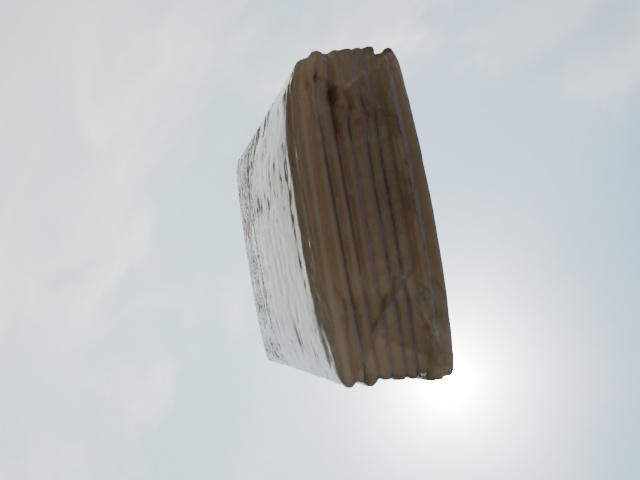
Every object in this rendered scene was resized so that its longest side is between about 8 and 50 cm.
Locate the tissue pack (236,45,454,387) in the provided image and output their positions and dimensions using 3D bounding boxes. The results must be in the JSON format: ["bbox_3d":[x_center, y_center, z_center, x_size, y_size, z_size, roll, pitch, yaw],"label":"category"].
[{"bbox_3d":[0.000,0.000,0.683,0.325,0.071,0.170,156,-74,-81],"label":"tissue pack"}]
